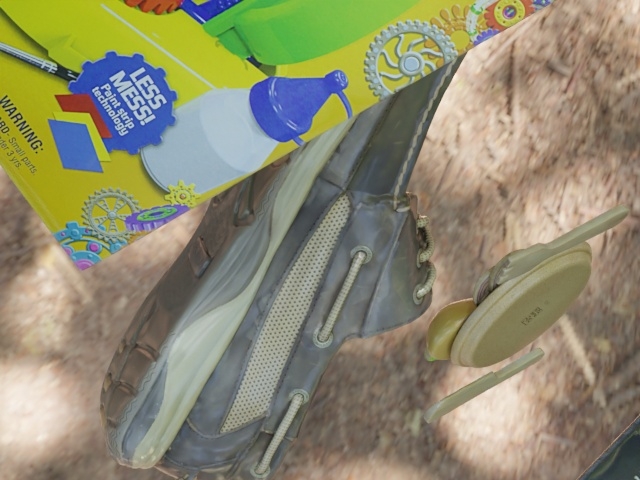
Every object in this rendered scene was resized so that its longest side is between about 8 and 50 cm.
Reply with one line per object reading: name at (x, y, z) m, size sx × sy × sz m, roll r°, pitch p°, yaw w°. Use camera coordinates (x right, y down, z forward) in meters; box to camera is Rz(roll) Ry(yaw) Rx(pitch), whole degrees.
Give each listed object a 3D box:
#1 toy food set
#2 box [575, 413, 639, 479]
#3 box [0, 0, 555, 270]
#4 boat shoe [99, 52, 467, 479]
toy food set at (0.130, 0.039, 1.096) m, size 0.038 × 0.132 × 0.192 m, roll 51°, pitch 145°, yaw 23°
box at (0.517, 0.273, 1.385) m, size 0.472 × 0.480 × 0.297 m, roll 39°, pitch 153°, yaw 22°
box at (-0.060, -0.197, 0.676) m, size 0.279 × 0.177 × 0.290 m, roll -30°, pitch 112°, yaw 12°
boat shoe at (0.000, 0.000, 0.966) m, size 0.130 × 0.132 × 0.355 m, roll 29°, pitch 105°, yaw -19°
